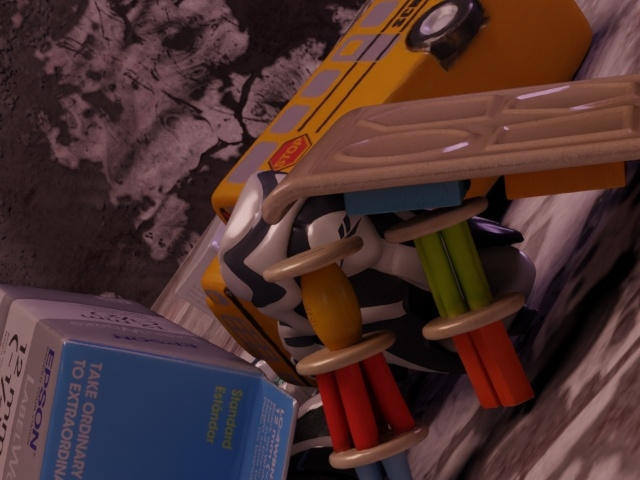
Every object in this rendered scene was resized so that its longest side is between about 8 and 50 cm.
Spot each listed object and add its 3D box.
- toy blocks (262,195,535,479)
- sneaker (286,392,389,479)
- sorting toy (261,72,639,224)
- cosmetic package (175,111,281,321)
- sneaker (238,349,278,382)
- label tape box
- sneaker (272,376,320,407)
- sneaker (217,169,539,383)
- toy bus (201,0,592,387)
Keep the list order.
[{"bbox_3d":[0.050,0.065,0.953,0.123,0.148,0.054,-18,5,25],"label":"toy blocks"},{"bbox_3d":[-0.044,0.186,1.117,0.217,0.079,0.121,-53,7,26],"label":"sneaker"},{"bbox_3d":[0.087,-0.048,0.968,0.208,0.038,0.193,-11,12,13],"label":"sorting toy"},{"bbox_3d":[-0.039,-0.010,1.859,0.085,0.117,0.231,-52,7,42],"label":"cosmetic package"},{"bbox_3d":[-0.008,0.037,1.415,0.258,0.091,0.094,-49,-21,15],"label":"sneaker"},{"bbox_3d":[-0.134,0.171,1.121,0.347,0.115,0.249,-161,81,-71],"label":"label tape box"},{"bbox_3d":[0.005,0.097,1.336,0.076,0.065,0.166,-42,-1,-40],"label":"sneaker"},{"bbox_3d":[0.058,0.039,1.082,0.094,0.153,0.235,-65,-29,-17],"label":"sneaker"},{"bbox_3d":[0.043,-0.062,1.276,0.130,0.108,0.333,8,53,54],"label":"toy bus"}]
